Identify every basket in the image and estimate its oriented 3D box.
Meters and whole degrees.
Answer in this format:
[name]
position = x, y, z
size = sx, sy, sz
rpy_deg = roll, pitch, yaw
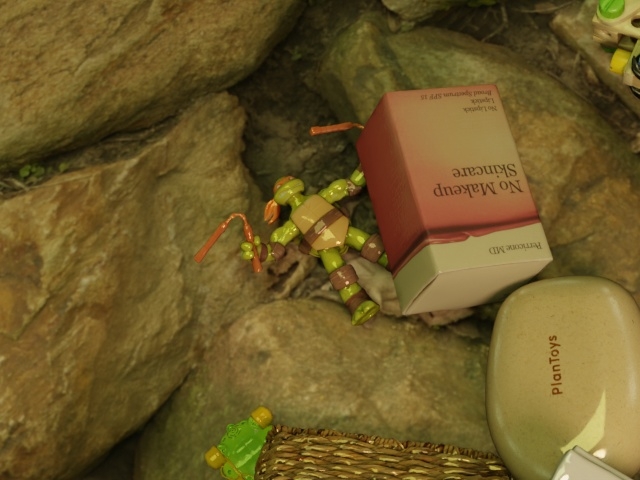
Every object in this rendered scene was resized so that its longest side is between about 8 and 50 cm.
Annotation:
[basket]
position = 0.063, 0.351, 1.418
size = 0.299, 0.223, 0.213
rpy_deg = 6, 108, 3

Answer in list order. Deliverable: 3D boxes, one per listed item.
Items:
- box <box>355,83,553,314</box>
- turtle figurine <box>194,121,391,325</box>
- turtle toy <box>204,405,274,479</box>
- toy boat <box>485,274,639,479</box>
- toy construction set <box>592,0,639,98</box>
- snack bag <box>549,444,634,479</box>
[box]
position = 0.150, -0.048, 1.512
size = 0.149, 0.127, 0.232
rpy_deg = -7, 67, -20
[turtle figurine]
position = 0.000, 0.000, 1.587
size = 0.269, 0.087, 0.217
rpy_deg = -39, 76, -16
[turtle toy]
position = -0.067, 0.263, 1.530
size = 0.095, 0.066, 0.130
rpy_deg = -40, 67, -8
[toy boat]
position = 0.338, 0.167, 1.420
size = 0.318, 0.148, 0.267
rpy_deg = -4, 65, 22
[toy construction set]
position = 0.455, -0.259, 1.523
size = 0.328, 0.151, 0.215
rpy_deg = 18, 77, 32
[snack bag]
position = 0.285, 0.417, 1.299
size = 0.323, 0.037, 0.342
rpy_deg = 30, 91, -15
